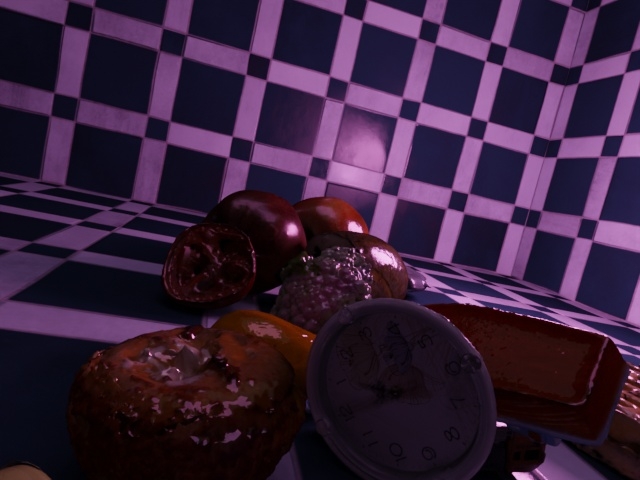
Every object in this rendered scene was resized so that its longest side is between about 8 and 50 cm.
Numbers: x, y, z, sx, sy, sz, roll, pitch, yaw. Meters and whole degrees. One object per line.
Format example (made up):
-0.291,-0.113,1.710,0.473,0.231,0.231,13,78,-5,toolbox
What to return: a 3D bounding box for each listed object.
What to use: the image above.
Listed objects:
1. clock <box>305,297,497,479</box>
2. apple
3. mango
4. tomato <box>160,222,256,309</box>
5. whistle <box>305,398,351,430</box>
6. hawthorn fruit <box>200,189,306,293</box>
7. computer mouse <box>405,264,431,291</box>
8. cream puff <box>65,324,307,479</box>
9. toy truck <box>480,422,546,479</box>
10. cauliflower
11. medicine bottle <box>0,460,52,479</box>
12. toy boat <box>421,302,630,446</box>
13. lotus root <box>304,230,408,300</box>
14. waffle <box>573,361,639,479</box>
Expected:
0.093,0.182,0.560,0.236,0.236,0.053,17,14,28,clock
0.000,0.000,1.594,0.319,0.319,0.277,15,11,18,apple
-0.049,0.189,0.737,0.317,0.119,0.176,23,-17,-33,mango
-0.258,0.075,1.103,0.228,0.228,0.101,15,-31,13,tomato
0.049,0.242,0.658,0.158,0.090,0.090,13,6,-20,whistle
-0.186,-0.006,1.308,0.308,0.308,0.325,12,30,-5,hawthorn fruit
0.247,0.130,1.798,0.371,0.122,0.188,24,14,25,computer mouse
-0.132,0.182,0.487,0.240,0.164,0.240,-2,9,0,cream puff
0.226,0.279,0.666,0.192,0.092,0.083,3,8,-10,toy truck
0.029,0.147,0.956,0.239,0.256,0.315,-4,-34,35,cauliflower
-0.258,0.207,0.221,0.124,0.124,0.239,17,9,32,medicine bottle
0.212,0.176,0.625,0.332,0.133,0.145,5,43,47,toy boat
0.120,0.100,1.328,0.250,0.250,0.346,17,2,33,lotus root
0.601,0.325,0.884,0.376,0.114,0.261,9,7,-29,waffle
